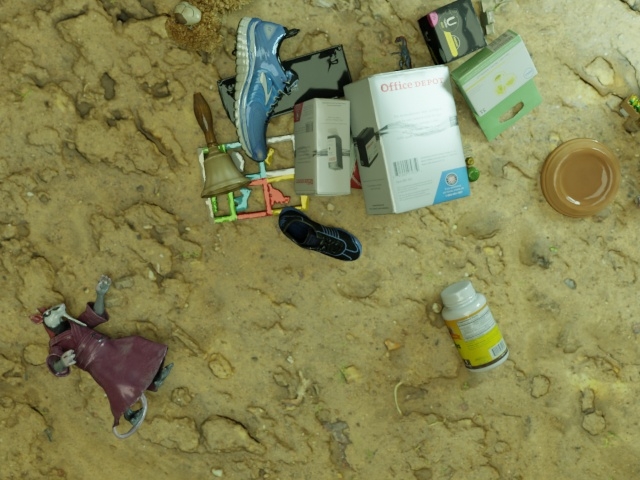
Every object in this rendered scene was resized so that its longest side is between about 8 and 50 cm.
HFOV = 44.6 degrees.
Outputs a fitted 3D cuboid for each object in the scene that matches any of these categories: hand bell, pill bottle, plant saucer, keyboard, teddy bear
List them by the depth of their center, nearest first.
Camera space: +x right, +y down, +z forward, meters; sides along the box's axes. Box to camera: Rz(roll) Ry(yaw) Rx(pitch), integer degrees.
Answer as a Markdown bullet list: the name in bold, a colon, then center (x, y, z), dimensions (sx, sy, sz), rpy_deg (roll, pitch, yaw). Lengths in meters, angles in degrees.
- **teddy bear**: center (-0.255, -0.605, 1.790), dimensions (0.245, 0.113, 0.338), rpy_deg (40, 97, -6)
- **hand bell**: center (-0.258, -0.233, 1.843), dimensions (0.126, 0.126, 0.242), rpy_deg (-18, 88, 2)
- **keyboard**: center (-0.094, -0.406, 1.871), dimensions (0.317, 0.033, 0.202), rpy_deg (-16, 106, 1)
- **plant saucer**: center (0.648, -0.153, 1.931), dimensions (0.199, 0.037, 0.200), rpy_deg (0, 100, -1)
- **pill bottle**: center (0.378, 0.213, 1.950), dimensions (0.117, 0.117, 0.215), rpy_deg (-25, 100, 3)

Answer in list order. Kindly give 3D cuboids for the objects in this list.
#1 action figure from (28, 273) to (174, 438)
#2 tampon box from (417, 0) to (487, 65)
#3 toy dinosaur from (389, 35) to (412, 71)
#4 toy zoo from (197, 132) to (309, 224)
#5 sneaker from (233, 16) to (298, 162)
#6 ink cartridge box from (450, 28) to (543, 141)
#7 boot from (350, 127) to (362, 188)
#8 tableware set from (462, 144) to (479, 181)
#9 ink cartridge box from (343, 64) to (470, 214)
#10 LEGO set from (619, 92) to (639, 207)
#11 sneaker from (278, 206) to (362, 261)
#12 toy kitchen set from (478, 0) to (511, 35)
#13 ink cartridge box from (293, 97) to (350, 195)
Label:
- **action figure**: center (-0.552, 0.273, 1.940), dimensions (0.370, 0.248, 0.276), rpy_deg (31, 141, 6)
- **tampon box**: center (0.302, -0.479, 1.800), dimensions (0.101, 0.161, 0.120), rpy_deg (-23, 100, 3)
- **toy dinosaur**: center (0.200, -0.446, 1.877), dimensions (0.090, 0.047, 0.082), rpy_deg (14, 87, -41)
- **toy zoo**: center (-0.142, -0.154, 1.914), dimensions (0.293, 0.030, 0.192), rpy_deg (-8, 100, 0)
- **sneaker**: center (-0.125, -0.343, 1.803), dimensions (0.147, 0.130, 0.330), rpy_deg (3, 104, -2)
- **ink cartridge box**: center (0.427, -0.350, 1.828), dimensions (0.171, 0.056, 0.235), rpy_deg (-37, 126, 5)
- **boot**: center (0.145, -0.236, 1.889), dimensions (0.176, 0.088, 0.244), rpy_deg (12, 93, -17)
- **tableware set**: center (0.312, -0.172, 1.928), dimensions (0.154, 0.024, 0.104), rpy_deg (-18, 103, 1)
- **ink cartridge box**: center (0.199, -0.229, 1.797), dimensions (0.223, 0.129, 0.308), rpy_deg (-14, 97, -27)
- **LEGO set**: center (0.821, -0.220, 1.887), dimensions (0.132, 0.107, 0.287), rpy_deg (-12, 100, 1)
- **sneaker**: center (0.000, 0.000, 1.902), dimensions (0.232, 0.090, 0.081), rpy_deg (25, 112, -14)
- **toy kitchen set**: center (0.420, -0.533, 1.840), dimensions (0.075, 0.068, 0.083), rpy_deg (-11, 101, 1)
- **ink cartridge box**: center (0.002, -0.213, 1.821), dimensions (0.092, 0.158, 0.218), rpy_deg (0, 94, -20)
